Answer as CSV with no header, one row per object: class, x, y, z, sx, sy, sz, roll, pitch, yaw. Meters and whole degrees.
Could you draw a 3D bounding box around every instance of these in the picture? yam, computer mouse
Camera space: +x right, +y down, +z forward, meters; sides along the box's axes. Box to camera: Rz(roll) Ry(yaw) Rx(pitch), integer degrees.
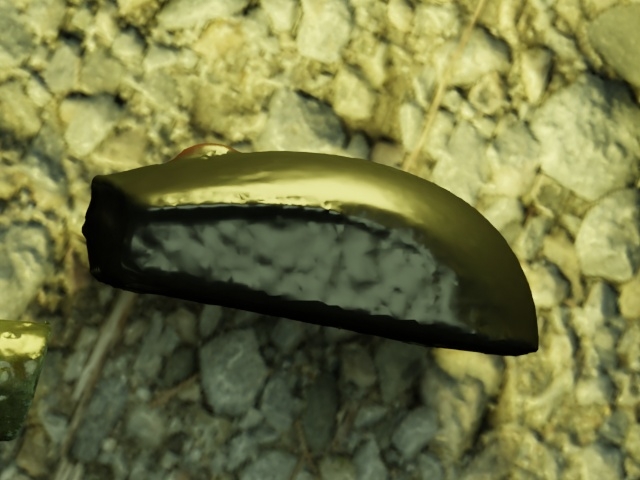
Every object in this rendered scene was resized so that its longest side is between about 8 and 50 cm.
yam,-0.241,0.078,0.994,0.179,0.078,0.078,2,76,-16
computer mouse,0.000,0.000,1.021,0.269,0.170,0.100,11,83,-11
